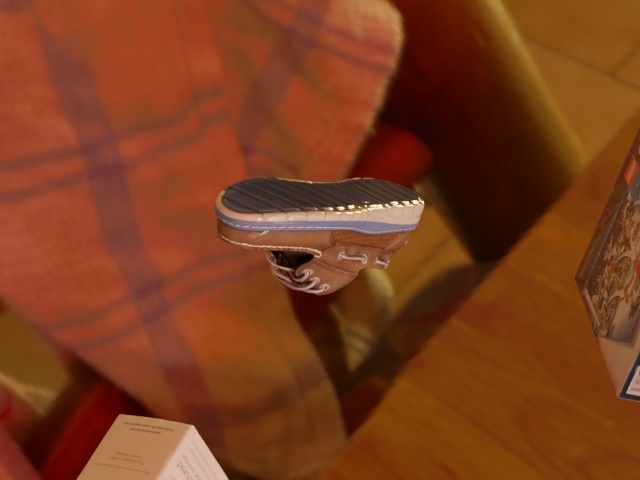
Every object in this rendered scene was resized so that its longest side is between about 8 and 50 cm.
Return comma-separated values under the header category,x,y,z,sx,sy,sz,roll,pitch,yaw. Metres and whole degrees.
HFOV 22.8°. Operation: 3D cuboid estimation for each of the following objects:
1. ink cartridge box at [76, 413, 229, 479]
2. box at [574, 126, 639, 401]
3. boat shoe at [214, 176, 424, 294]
category,x,y,z,sx,sy,sz,roll,pitch,yaw
ink cartridge box,-0.141,0.249,1.187,0.082,0.140,0.191,1,45,34
box,0.263,-0.017,1.174,0.044,0.233,0.159,12,31,-11
boat shoe,0.000,0.000,1.019,0.066,0.183,0.066,29,110,38
